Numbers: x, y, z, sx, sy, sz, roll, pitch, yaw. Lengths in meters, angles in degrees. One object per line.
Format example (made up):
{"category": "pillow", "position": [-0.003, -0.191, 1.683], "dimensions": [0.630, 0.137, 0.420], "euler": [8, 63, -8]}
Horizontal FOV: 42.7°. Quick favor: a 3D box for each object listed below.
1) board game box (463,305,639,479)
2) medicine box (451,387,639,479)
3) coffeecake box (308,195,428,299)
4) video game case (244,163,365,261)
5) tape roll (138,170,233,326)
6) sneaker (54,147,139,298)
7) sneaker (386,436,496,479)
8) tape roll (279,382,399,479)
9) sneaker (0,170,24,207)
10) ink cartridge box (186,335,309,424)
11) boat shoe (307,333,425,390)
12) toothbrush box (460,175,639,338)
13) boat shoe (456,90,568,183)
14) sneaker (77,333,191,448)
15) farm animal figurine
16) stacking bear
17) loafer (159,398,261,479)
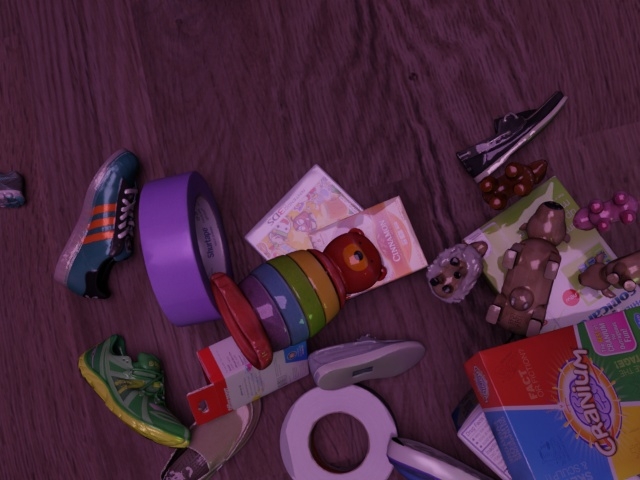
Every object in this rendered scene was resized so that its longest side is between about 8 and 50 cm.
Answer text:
{"category": "board game box", "position": [0.408, 0.250, 1.248], "dimensions": [0.316, 0.064, 0.242], "euler": [-12, 66, -21]}
{"category": "medicine box", "position": [0.376, 0.358, 1.391], "dimensions": [0.289, 0.263, 0.149], "euler": [43, 90, 9]}
{"category": "coffeecake box", "position": [0.090, 0.019, 1.534], "dimensions": [0.185, 0.068, 0.142], "euler": [-23, 83, 5]}
{"category": "video game case", "position": [0.000, 0.000, 1.596], "dimensions": [0.227, 0.026, 0.206], "euler": [45, 91, 9]}
{"category": "tape roll", "position": [-0.240, 0.016, 1.499], "dimensions": [0.090, 0.275, 0.275], "euler": [-13, 83, 7]}
{"category": "sneaker", "position": [-0.408, -0.027, 1.616], "dimensions": [0.121, 0.108, 0.302], "euler": [25, 96, 8]}
{"category": "sneaker", "position": [0.220, 0.515, 1.443], "dimensions": [0.322, 0.130, 0.236], "euler": [28, 87, -8]}
{"category": "tape roll", "position": [0.037, 0.373, 1.531], "dimensions": [0.219, 0.072, 0.219], "euler": [-1, 84, 8]}
{"category": "sneaker", "position": [-0.684, -0.109, 1.686], "dimensions": [0.166, 0.065, 0.076], "euler": [1, 68, 4]}
{"category": "ink cartridge box", "position": [-0.141, 0.234, 1.496], "dimensions": [0.231, 0.134, 0.078], "euler": [-23, 55, -15]}
{"category": "boat shoe", "position": [0.084, 0.210, 1.518], "dimensions": [0.227, 0.079, 0.081], "euler": [-10, 44, -23]}
{"category": "toothbrush box", "position": [0.418, 0.060, 1.488], "dimensions": [0.206, 0.122, 0.283], "euler": [-34, 83, 4]}
{"category": "boat shoe", "position": [0.363, -0.208, 1.540], "dimensions": [0.233, 0.084, 0.079], "euler": [-39, 81, 5]}
{"category": "sneaker", "position": [-0.342, 0.277, 1.544], "dimensions": [0.295, 0.109, 0.123], "euler": [37, 78, 29]}
{"category": "farm animal figurine", "position": [0.386, 0.030, 1.354], "dimensions": [0.330, 0.172, 0.327], "euler": [35, 107, 14]}
{"category": "stacking bear", "position": [-0.023, 0.082, 1.416], "dimensions": [0.289, 0.164, 0.175], "euler": [-28, 77, -16]}
{"category": "loafer", "position": [-0.209, 0.387, 1.550], "dimensions": [0.102, 0.092, 0.268], "euler": [35, 90, 9]}
